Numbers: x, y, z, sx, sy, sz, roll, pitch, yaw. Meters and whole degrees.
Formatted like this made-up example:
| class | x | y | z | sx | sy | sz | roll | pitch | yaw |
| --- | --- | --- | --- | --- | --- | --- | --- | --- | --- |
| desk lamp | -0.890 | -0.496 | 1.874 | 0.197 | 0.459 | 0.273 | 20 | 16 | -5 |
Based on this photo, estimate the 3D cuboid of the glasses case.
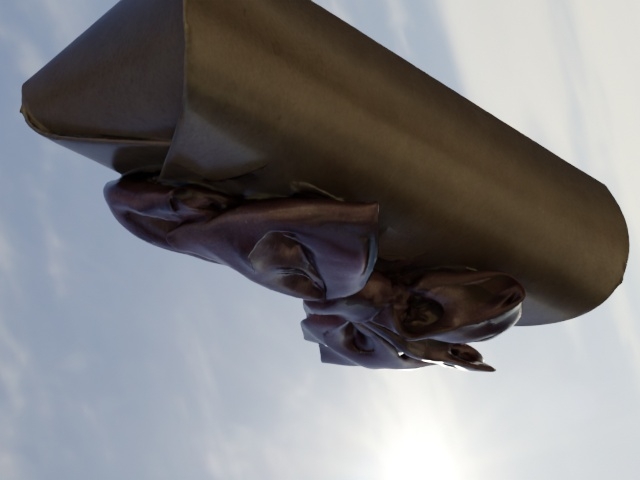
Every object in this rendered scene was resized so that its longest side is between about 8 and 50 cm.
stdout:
| class | x | y | z | sx | sy | sz | roll | pitch | yaw |
| --- | --- | --- | --- | --- | --- | --- | --- | --- | --- |
| glasses case | 0.000 | 0.000 | 0.429 | 0.193 | 0.102 | 0.070 | 27 | -137 | -39 |
